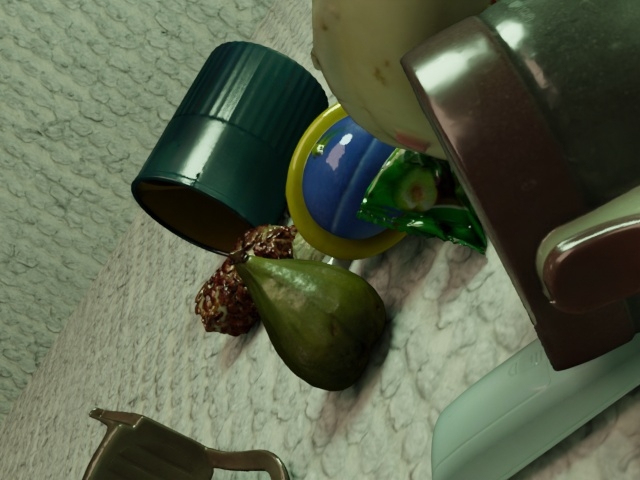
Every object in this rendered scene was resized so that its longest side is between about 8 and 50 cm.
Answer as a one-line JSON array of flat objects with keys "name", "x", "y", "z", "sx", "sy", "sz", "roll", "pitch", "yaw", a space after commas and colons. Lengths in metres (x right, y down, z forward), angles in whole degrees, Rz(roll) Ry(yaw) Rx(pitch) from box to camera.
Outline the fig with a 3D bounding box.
[{"name": "fig", "x": -0.015, "y": 0.082, "z": 1.164, "sx": 0.133, "sy": 0.184, "sz": 0.126, "roll": -53, "pitch": 33, "yaw": 10}]

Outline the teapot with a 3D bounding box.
[{"name": "teapot", "x": 0.238, "y": -0.072, "z": 0.639, "sx": 0.312, "sy": 0.233, "sz": 0.315, "roll": -28, "pitch": 22, "yaw": 8}]

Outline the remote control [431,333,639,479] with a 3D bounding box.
[{"name": "remote control", "x": 0.184, "y": 0.100, "z": 0.819, "sx": 0.293, "sy": 0.051, "sz": 0.103, "roll": -44, "pitch": 18, "yaw": 33}]

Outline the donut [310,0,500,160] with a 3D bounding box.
[{"name": "donut", "x": 0.165, "y": -0.226, "z": 0.850, "sx": 0.142, "sy": 0.382, "sz": 0.383, "roll": 41, "pitch": 101, "yaw": 38}]

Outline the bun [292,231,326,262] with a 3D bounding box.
[{"name": "bun", "x": 0.000, "y": 0.000, "z": 1.419, "sx": 0.115, "sy": 0.069, "sz": 0.115, "roll": -55, "pitch": 14, "yaw": 21}]

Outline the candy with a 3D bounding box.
[{"name": "candy", "x": 0.132, "y": -0.089, "z": 1.121, "sx": 0.203, "sy": 0.141, "sz": 0.078, "roll": -66, "pitch": 7, "yaw": -19}]

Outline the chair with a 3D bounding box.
[{"name": "chair", "x": -0.189, "y": 0.307, "z": 1.267, "sx": 0.326, "sy": 0.183, "sz": 0.176, "roll": -24, "pitch": 40, "yaw": 62}]

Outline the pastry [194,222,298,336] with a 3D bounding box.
[{"name": "pastry", "x": -0.103, "y": 0.056, "z": 1.576, "sx": 0.208, "sy": 0.097, "sz": 0.115, "roll": -48, "pitch": 31, "yaw": 26}]

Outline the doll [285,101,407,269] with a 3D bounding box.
[{"name": "doll", "x": 0.025, "y": -0.040, "z": 1.258, "sx": 0.242, "sy": 0.159, "sz": 0.311, "roll": -102, "pitch": 36, "yaw": -80}]

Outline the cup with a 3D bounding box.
[{"name": "cup", "x": -0.127, "y": -0.138, "z": 1.789, "sx": 0.242, "sy": 0.308, "sz": 0.292, "roll": 8, "pitch": 64, "yaw": 35}]
